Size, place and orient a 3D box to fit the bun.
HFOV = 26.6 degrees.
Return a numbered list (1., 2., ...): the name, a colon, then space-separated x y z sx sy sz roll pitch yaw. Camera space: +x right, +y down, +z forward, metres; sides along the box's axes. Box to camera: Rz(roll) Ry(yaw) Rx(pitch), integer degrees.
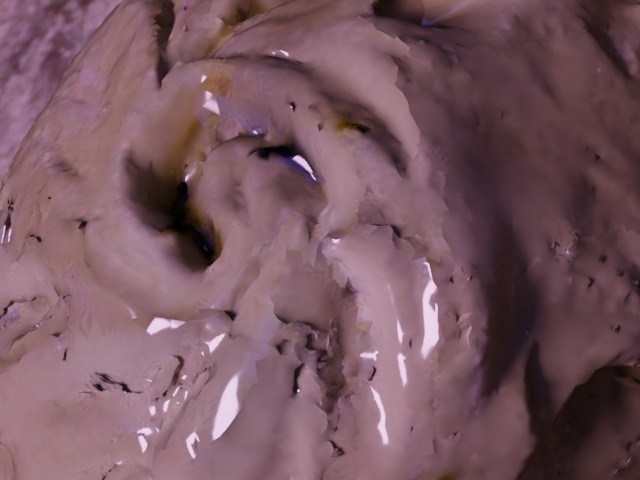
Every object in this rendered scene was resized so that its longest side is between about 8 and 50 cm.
1. bun: 0.000 0.000 0.579 0.326 0.234 0.362 31 82 35
